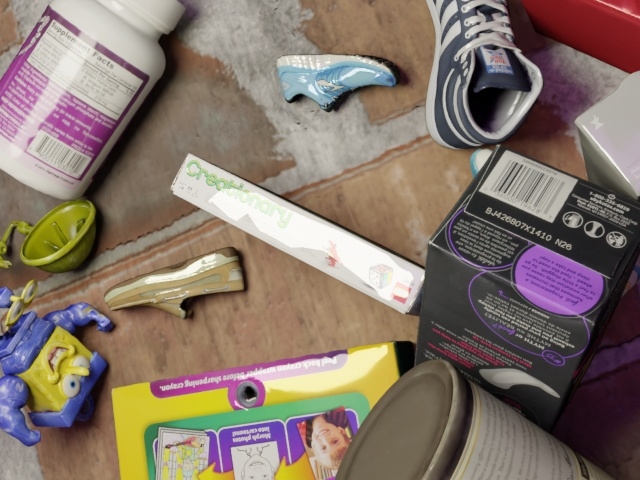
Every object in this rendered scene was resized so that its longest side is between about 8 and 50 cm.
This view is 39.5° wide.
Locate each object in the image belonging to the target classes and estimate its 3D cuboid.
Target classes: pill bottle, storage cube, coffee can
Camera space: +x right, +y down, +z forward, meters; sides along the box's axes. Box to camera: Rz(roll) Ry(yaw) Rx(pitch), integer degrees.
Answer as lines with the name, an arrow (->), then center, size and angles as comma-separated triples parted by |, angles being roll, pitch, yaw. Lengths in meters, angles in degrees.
pill bottle -> -0.311, -0.217, 1.169 | 0.169, 0.169, 0.301 | 36, 94, 19
storage cube -> 0.338, -0.297, 0.940 | 0.193, 0.215, 0.184 | 32, 94, 26
coffee can -> 0.174, 0.272, 0.864 | 0.275, 0.201, 0.201 | 34, 95, -11

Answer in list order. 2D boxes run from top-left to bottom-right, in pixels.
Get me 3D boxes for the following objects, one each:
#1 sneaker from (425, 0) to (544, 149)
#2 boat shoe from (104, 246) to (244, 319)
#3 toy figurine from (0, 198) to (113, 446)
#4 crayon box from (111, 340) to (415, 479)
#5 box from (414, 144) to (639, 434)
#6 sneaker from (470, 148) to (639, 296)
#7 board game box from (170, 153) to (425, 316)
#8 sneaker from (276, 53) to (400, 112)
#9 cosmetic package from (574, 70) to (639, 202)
sneaker -> 0.177, -0.238, 0.981 | 0.099, 0.153, 0.282 | -2, 100, -11
boat shoe -> -0.189, 0.069, 1.148 | 0.190, 0.068, 0.072 | -18, 89, 16
toy figurine -> -0.370, 0.142, 1.169 | 0.191, 0.217, 0.362 | -16, 34, 30
crayon box -> -0.049, 0.301, 1.046 | 0.362, 0.106, 0.313 | -11, 81, 16
box -> 0.201, 0.064, 0.892 | 0.165, 0.270, 0.143 | 28, 60, 20
sneaker -> 0.262, -0.026, 1.001 | 0.092, 0.087, 0.229 | -44, 79, 2
board game box -> 0.000, 0.000, 1.022 | 0.305, 0.193, 0.053 | 27, 92, 20
sneaker -> 0.024, -0.198, 1.121 | 0.162, 0.063, 0.073 | 4, 102, 23
cosmetic package -> 0.340, -0.090, 0.894 | 0.127, 0.238, 0.107 | -37, 73, 11
